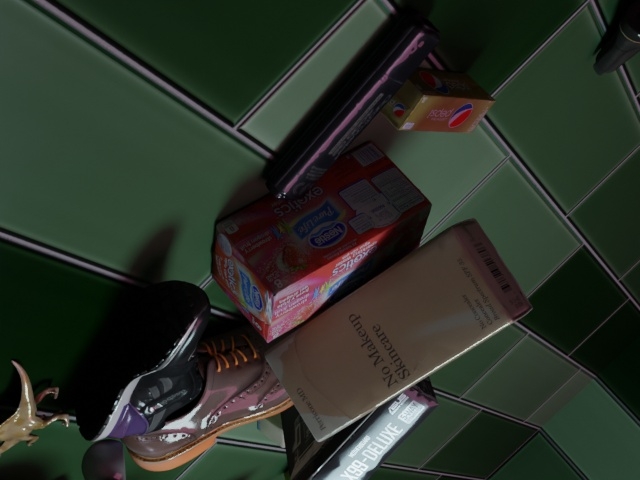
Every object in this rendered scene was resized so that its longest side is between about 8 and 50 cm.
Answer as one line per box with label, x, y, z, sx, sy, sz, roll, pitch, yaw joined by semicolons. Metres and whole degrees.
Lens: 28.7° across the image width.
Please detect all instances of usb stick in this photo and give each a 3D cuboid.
usb stick;0.039;-0.157;1.492;0.278;0.045;0.077;-49;162;15

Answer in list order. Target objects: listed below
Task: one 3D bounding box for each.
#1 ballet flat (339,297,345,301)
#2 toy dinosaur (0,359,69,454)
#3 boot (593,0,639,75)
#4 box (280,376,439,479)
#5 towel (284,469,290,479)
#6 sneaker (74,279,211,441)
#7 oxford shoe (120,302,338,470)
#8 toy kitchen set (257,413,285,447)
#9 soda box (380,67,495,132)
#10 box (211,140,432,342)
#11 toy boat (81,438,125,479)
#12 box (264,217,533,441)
ballet flat;0.034;0.029;1.782;0.070;0.070;0.188;-36;159;-11
toy dinosaur;-0.355;0.213;1.518;0.092;0.053;0.183;-14;144;-44
boot;0.494;-0.334;1.870;0.198;0.077;0.137;-32;169;-23
box;0.044;0.221;1.860;0.076;0.307;0.242;34;110;-22
towel;0.011;0.394;2.326;0.021;0.102;0.237;24;117;-27
sneaker;-0.194;0.147;1.562;0.124;0.107;0.283;7;138;-38
oxford shoe;-0.118;0.183;1.737;0.364;0.130;0.133;-36;149;-13
toy kitchen set;-0.039;0.338;2.172;0.166;0.122;0.207;-26;132;-31
soda box;0.145;-0.178;1.592;0.181;0.061;0.058;-4;136;-54
box;0.000;0.000;1.596;0.257;0.128;0.122;-30;153;-26
toy boat;-0.357;0.384;1.643;0.318;0.148;0.267;-33;141;28
box;0.098;0.116;1.608;0.311;0.148;0.121;-36;172;21
